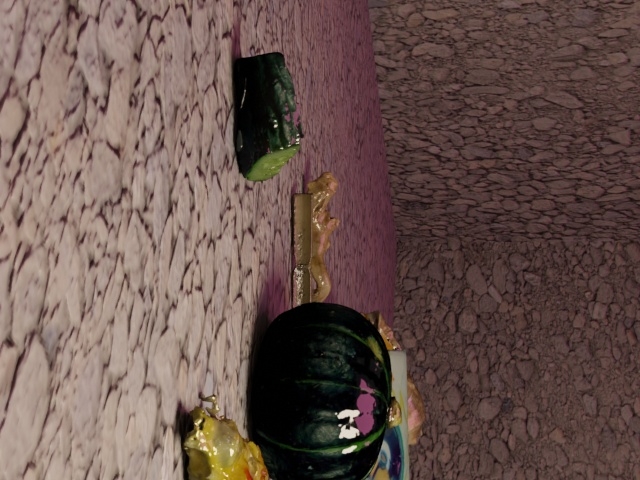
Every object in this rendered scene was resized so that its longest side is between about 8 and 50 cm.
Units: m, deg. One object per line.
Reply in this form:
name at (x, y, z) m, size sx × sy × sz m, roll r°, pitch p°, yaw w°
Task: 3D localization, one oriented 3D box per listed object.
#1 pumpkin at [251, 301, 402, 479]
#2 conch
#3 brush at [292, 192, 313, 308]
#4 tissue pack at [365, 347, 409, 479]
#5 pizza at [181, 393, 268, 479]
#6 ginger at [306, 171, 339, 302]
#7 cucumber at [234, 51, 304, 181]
pumpkin at (0.016, 0.261, 1.534) m, size 0.315 × 0.239 × 0.315 m, roll 4°, pitch 90°, yaw -83°
conch at (0.085, 0.340, 2.111) m, size 0.297 × 0.210 × 0.352 m, roll -26°, pitch 99°, yaw -55°
brush at (-0.034, 0.031, 1.837) m, size 0.036 × 0.043 × 0.248 m, roll -34°, pitch 123°, yaw -88°
tissue pack at (0.058, 0.399, 1.812) m, size 0.287 × 0.162 × 0.388 m, roll 14°, pitch 73°, yaw -59°
pizza at (-0.119, 0.315, 1.187) m, size 0.287 × 0.075 × 0.280 m, roll 81°, pitch 12°, yaw -45°
ginger at (0.000, 0.000, 1.965) m, size 0.089 × 0.075 × 0.288 m, roll -1°, pitch 93°, yaw -40°
cucumber at (-0.088, -0.181, 1.403) m, size 0.115 × 0.086 × 0.193 m, roll 7°, pitch -77°, yaw 55°
